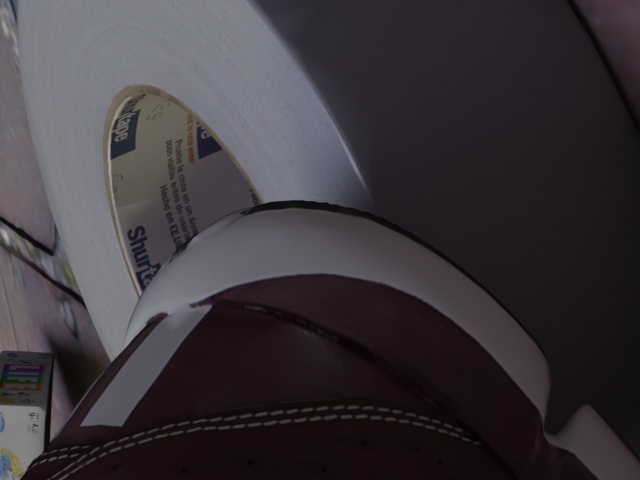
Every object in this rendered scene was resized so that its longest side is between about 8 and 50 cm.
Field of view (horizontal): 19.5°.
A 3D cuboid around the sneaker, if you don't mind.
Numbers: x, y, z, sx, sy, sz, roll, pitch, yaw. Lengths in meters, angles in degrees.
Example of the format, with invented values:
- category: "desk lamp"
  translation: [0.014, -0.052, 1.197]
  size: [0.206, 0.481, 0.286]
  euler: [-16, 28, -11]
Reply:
- category: "sneaker"
  translation: [0.044, 0.129, 0.334]
  size: [0.281, 0.162, 0.106]
  euler: [37, 137, 7]

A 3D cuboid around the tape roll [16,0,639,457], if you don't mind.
- category: "tape roll"
  translation: [0.000, 0.000, 0.503]
  size: [0.219, 0.072, 0.219]
  euler: [44, 149, 37]

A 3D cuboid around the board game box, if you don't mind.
- category: "board game box"
  translation: [-0.140, 0.137, 0.854]
  size: [0.103, 0.026, 0.154]
  euler: [-121, 34, -78]
